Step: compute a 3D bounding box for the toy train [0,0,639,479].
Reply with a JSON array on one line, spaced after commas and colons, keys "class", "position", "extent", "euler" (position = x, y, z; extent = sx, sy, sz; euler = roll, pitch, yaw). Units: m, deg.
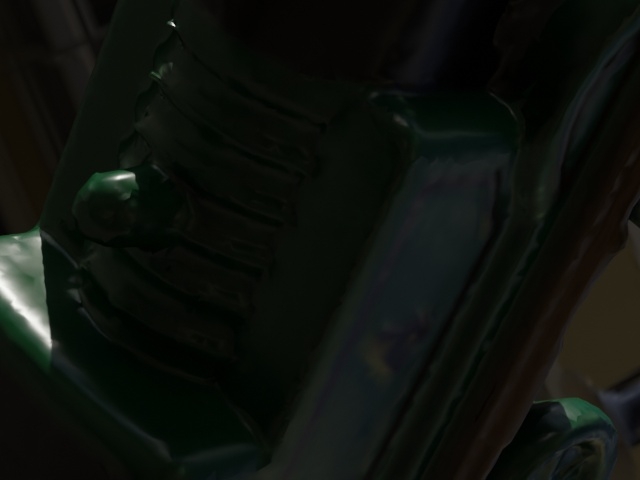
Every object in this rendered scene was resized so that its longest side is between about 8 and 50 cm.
[{"class": "toy train", "position": [0.000, 0.000, 0.564], "extent": [0.178, 0.249, 0.429], "euler": [40, -60, 30]}]
